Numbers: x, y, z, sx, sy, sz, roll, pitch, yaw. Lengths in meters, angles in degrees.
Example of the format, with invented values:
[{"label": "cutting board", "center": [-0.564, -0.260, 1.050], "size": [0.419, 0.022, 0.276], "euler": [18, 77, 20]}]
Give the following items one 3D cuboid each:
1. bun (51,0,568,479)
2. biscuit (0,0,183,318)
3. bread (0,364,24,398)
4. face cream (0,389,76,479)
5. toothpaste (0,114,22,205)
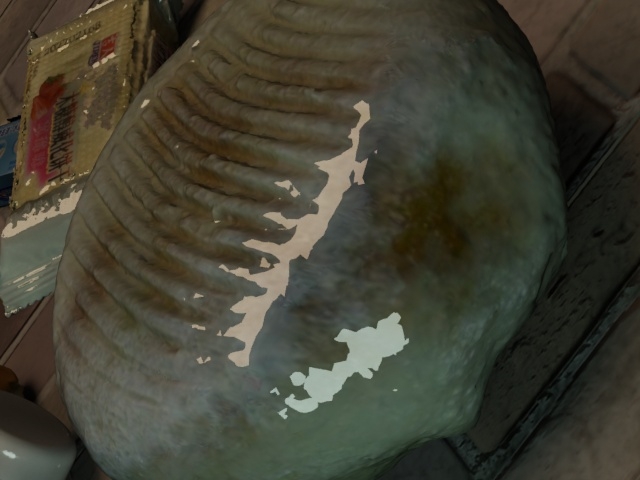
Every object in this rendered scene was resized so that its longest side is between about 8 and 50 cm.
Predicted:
[{"label": "bun", "center": [0.000, 0.000, 1.062], "size": [0.362, 0.211, 0.362], "euler": [-38, 36, 35]}, {"label": "biscuit", "center": [-0.186, -0.093, 1.513], "size": [0.186, 0.079, 0.309], "euler": [-24, 43, 25]}, {"label": "bread", "center": [-0.294, 0.141, 1.457], "size": [0.082, 0.106, 0.125], "euler": [-45, 36, 23]}, {"label": "face cream", "center": [-0.249, 0.177, 1.354], "size": [0.104, 0.117, 0.117], "euler": [-63, 30, 12]}, {"label": "toothpaste", "center": [-0.320, -0.066, 1.722], "size": [0.272, 0.053, 0.066], "euler": [-11, 59, 50]}]
